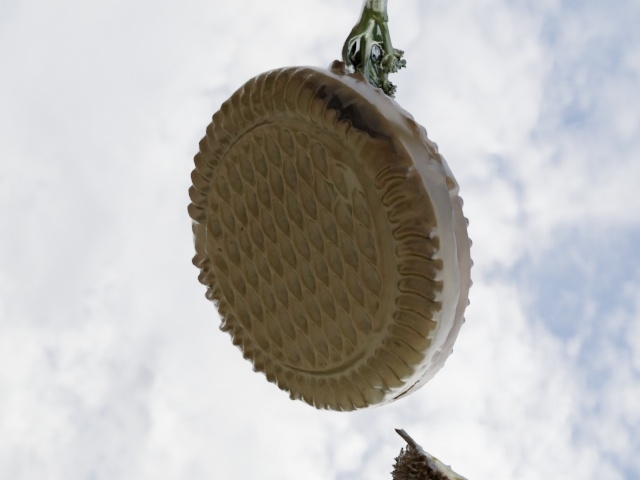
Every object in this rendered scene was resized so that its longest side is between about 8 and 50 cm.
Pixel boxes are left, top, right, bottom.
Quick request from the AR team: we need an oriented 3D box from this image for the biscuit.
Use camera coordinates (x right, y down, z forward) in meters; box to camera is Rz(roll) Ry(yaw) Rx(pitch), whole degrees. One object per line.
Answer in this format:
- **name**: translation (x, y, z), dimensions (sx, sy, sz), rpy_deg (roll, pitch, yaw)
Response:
- **biscuit**: translation (0.000, 0.000, 0.854), dimensions (0.259, 0.079, 0.259), rpy_deg (15, -68, 43)

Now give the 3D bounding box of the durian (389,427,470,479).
- **durian**: translation (0.104, 0.232, 1.121), dimensions (0.071, 0.140, 0.110), rpy_deg (-49, -178, -8)

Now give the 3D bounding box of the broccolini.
- **broccolini**: translation (0.067, -0.224, 1.227), dimensions (0.392, 0.074, 0.079), rpy_deg (108, 2, -76)
